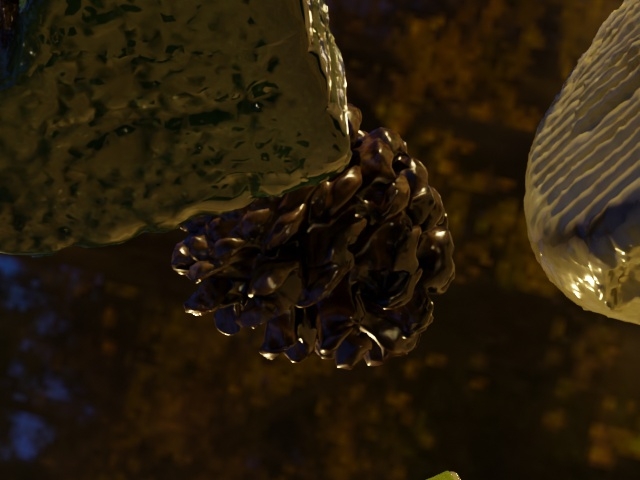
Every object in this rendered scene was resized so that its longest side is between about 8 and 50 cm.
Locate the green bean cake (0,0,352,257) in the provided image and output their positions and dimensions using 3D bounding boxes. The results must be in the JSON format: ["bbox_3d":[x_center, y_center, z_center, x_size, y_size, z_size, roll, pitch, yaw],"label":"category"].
[{"bbox_3d":[-0.150,-0.166,1.445,0.169,0.300,0.308,-92,-13,-54],"label":"green bean cake"}]

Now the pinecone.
[{"bbox_3d":[0.003,-0.002,1.666,0.243,0.257,0.243,-59,7,12],"label":"pinecone"}]

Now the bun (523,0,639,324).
[{"bbox_3d":[0.191,-0.051,0.888,0.220,0.134,0.220,-52,17,23],"label":"bun"}]

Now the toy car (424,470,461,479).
[{"bbox_3d":[0.099,0.363,1.840,0.204,0.198,0.248,-121,7,-69],"label":"toy car"}]
